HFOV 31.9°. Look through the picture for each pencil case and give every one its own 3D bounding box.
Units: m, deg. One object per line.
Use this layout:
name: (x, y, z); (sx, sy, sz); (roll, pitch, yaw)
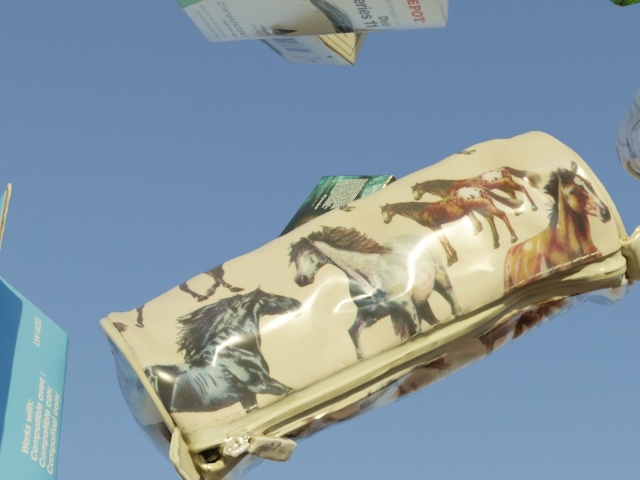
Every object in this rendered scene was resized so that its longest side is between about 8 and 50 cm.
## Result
pencil case: (0.047, 0.055, 0.870); (0.410, 0.183, 0.160); (-24, -47, -11)

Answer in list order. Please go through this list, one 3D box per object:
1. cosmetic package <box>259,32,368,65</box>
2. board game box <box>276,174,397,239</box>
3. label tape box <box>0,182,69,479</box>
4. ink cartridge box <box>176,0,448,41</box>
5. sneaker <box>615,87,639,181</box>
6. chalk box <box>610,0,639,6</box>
cosmetic package: (0.011, -0.377, 1.365); (0.153, 0.296, 0.129); (33, -12, -40)
board game box: (0.000, 0.000, 1.272); (0.126, 0.186, 0.026); (4, -39, 50)
label tape box: (-0.240, 0.166, 0.728); (0.106, 0.240, 0.333); (25, -55, -27)
ink cartridge box: (-0.010, -0.226, 0.866); (0.208, 0.087, 0.153); (-2, -14, 14)
sneaker: (0.307, -0.085, 0.953); (0.110, 0.292, 0.118); (36, -59, 0)
chalk box: (0.241, -0.269, 0.839); (0.213, 0.132, 0.132); (-17, -41, -24)
